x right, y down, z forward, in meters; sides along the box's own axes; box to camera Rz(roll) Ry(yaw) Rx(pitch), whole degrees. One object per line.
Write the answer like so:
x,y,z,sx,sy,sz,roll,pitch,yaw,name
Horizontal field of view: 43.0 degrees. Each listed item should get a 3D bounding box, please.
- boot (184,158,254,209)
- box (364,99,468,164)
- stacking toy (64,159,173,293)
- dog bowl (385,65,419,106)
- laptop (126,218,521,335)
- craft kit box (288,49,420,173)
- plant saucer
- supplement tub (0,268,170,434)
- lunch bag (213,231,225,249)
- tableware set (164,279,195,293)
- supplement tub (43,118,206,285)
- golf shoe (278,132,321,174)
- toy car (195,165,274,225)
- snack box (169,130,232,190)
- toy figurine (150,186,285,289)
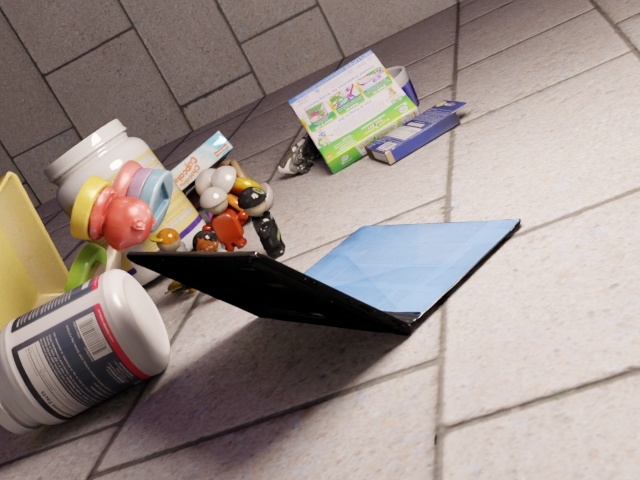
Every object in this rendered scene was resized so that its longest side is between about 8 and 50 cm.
-0.295,-0.132,2.253,0.207,0.090,0.248,-43,21,-5,boot
0.221,-0.247,1.836,0.225,0.037,0.136,-32,19,-8,box
-0.375,-0.001,1.594,0.130,0.280,0.309,17,20,4,stacking toy
0.124,-0.356,2.161,0.264,0.104,0.265,-25,18,9,dog bowl
0.000,0.000,1.206,0.382,0.407,0.237,-2,65,54,laptop
0.079,-0.317,1.977,0.249,0.061,0.247,-31,51,3,craft kit box
-0.588,0.100,1.498,0.080,0.333,0.333,-6,41,9,plant saucer
-0.406,0.185,1.347,0.272,0.191,0.191,-27,18,3,supplement tub
-0.225,-0.004,1.814,0.083,0.053,0.071,-30,14,29,lunch bag
-0.269,0.075,1.719,0.104,0.024,0.154,-23,18,7,tableware set
-0.443,-0.083,1.854,0.241,0.331,0.241,-33,12,8,supplement tub
-0.048,-0.235,2.137,0.093,0.077,0.198,-16,21,34,golf shoe
-0.213,-0.090,1.926,0.182,0.159,0.136,0,70,55,toy car
-0.324,-0.188,2.111,0.187,0.060,0.322,-41,7,-6,snack box
-0.199,-0.006,1.591,0.209,0.148,0.213,-40,30,-30,toy figurine
